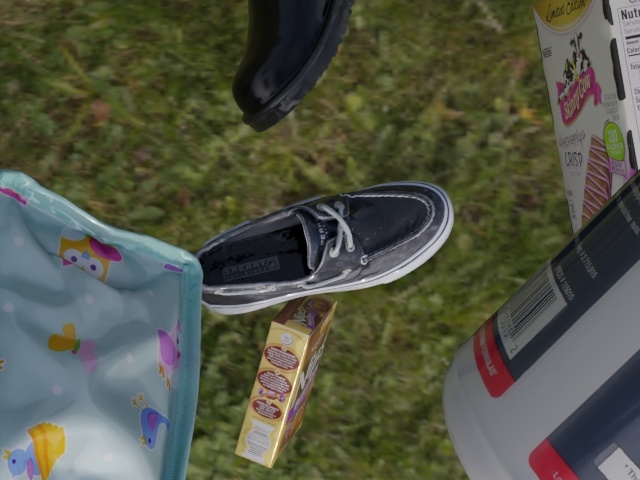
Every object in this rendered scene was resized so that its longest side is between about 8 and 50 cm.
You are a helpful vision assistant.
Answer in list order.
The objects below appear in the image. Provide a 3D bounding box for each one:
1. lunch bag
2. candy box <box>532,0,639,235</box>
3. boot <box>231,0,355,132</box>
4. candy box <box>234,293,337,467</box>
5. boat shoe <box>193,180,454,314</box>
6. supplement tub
[{"bbox_3d":[-0.179,0.133,0.695,0.160,0.223,0.262,28,49,-39],"label":"lunch bag"},{"bbox_3d":[0.212,-0.059,0.963,0.071,0.159,0.233,-10,93,-7],"label":"candy box"},{"bbox_3d":[-0.092,-0.321,1.678,0.260,0.131,0.348,31,64,-20],"label":"boot"},{"bbox_3d":[-0.040,0.159,1.694,0.109,0.053,0.186,-48,156,-62],"label":"candy box"},{"bbox_3d":[0.000,0.000,1.564,0.301,0.102,0.108,-14,76,0],"label":"boat shoe"},{"bbox_3d":[0.200,0.032,0.582,0.191,0.191,0.272,33,110,-31],"label":"supplement tub"}]
